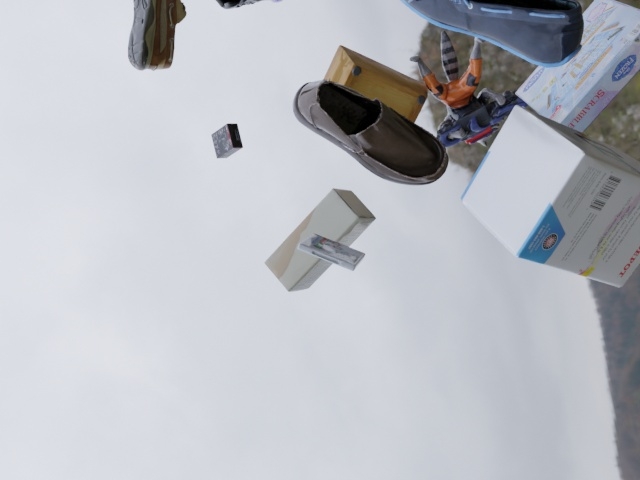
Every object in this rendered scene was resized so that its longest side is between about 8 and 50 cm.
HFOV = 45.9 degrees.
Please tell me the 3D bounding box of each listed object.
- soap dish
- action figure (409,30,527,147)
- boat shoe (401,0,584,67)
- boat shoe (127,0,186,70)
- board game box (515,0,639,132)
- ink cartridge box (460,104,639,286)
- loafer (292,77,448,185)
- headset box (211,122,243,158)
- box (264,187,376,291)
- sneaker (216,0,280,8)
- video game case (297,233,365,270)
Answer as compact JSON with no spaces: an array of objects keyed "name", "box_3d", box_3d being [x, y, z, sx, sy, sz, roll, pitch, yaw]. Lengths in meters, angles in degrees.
[{"name":"soap dish","box_3d":[0.132,-0.360,2.032,0.291,0.229,0.118,18,-161,-27]},{"name":"action figure","box_3d":[0.430,-0.411,2.073,0.178,0.341,0.330,-104,-9,-52]},{"name":"boat shoe","box_3d":[0.210,-0.308,0.929,0.109,0.258,0.089,-52,-24,-28]},{"name":"boat shoe","box_3d":[-0.419,-0.604,1.976,0.120,0.122,0.324,0,-67,-37]},{"name":"board game box","box_3d":[0.643,-0.422,1.821,0.066,0.318,0.318,33,-160,-18]},{"name":"ink cartridge box","box_3d":[0.430,-0.072,1.298,0.270,0.198,0.197,15,-155,-31]},{"name":"loafer","box_3d":[0.113,-0.225,1.598,0.130,0.366,0.133,166,126,-78]},{"name":"headset box","box_3d":[-0.220,-0.238,1.792,0.032,0.083,0.062,-8,-100,-42]},{"name":"box","box_3d":[0.000,0.000,2.193,0.121,0.311,0.148,49,-163,16]},{"name":"sneaker","box_3d":[-0.140,-0.492,1.416,0.102,0.146,0.293,43,-177,4]},{"name":"video game case","box_3d":[0.029,0.026,1.827,0.157,0.143,0.019,-38,-32,-75]}]
